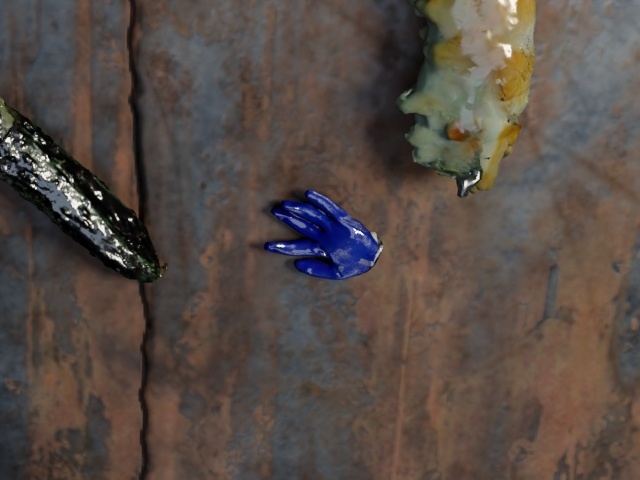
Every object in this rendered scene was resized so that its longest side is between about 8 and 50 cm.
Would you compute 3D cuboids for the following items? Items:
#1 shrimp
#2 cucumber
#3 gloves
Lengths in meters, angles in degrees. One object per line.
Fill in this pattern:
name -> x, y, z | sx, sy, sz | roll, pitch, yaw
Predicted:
shrimp -> 0.040, -0.172, 1.085 | 0.287, 0.068, 0.185 | 29, 110, -9
cucumber -> -0.181, -0.030, 1.168 | 0.053, 0.053, 0.181 | -41, 110, 18
gloves -> 0.000, 0.000, 1.186 | 0.086, 0.026, 0.064 | 31, 113, -12
